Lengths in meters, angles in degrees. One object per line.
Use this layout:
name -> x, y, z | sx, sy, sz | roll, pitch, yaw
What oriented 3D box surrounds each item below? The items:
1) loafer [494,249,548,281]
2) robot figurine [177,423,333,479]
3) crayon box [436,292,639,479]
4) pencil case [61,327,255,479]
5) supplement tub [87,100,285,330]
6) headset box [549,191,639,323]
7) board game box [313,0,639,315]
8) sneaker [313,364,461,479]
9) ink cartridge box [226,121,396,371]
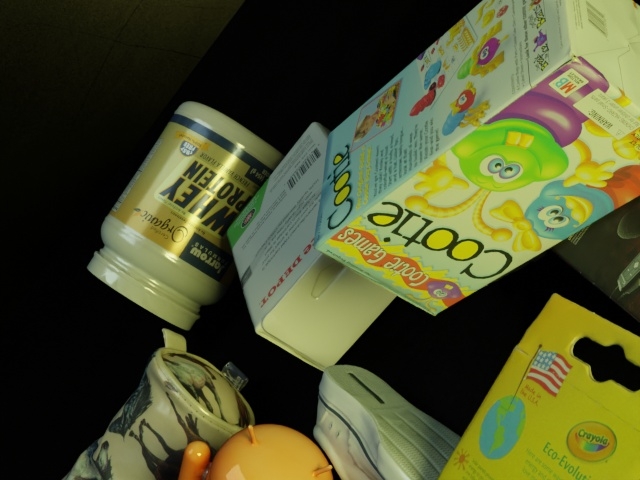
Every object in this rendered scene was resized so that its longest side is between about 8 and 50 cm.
loafer -> 0.155, -0.040, 0.977 | 0.087, 0.094, 0.251 | -44, 27, 15
robot figurine -> -0.060, 0.273, 0.905 | 0.158, 0.128, 0.219 | 57, 138, 38
crayon box -> 0.159, 0.213, 0.639 | 0.318, 0.081, 0.202 | -60, 21, 4
pencil case -> -0.261, 0.321, 1.197 | 0.410, 0.160, 0.183 | -49, 42, 14
supplement tub -> -0.208, -0.037, 1.462 | 0.316, 0.228, 0.228 | -58, 25, -5
headset box -> 0.286, -0.053, 0.741 | 0.218, 0.110, 0.293 | -52, 25, 11
board game box -> 0.138, -0.077, 0.737 | 0.275, 0.142, 0.144 | -36, 34, 41
sneaker -> 0.069, 0.210, 0.860 | 0.258, 0.094, 0.091 | -140, 57, -62
ink cartridge box -> 0.000, 0.000, 1.171 | 0.211, 0.121, 0.289 | -50, 26, 13
